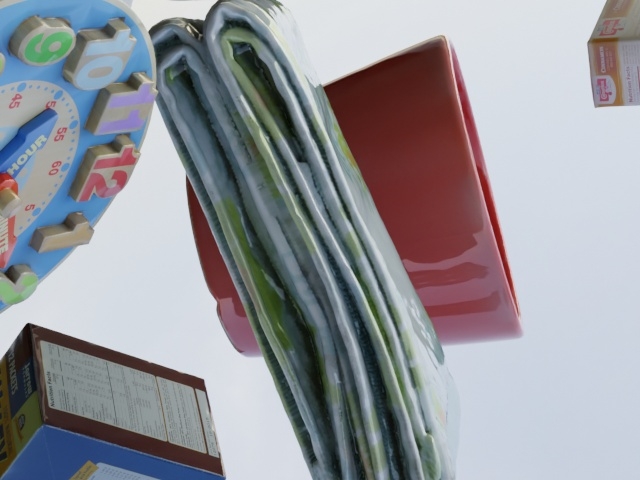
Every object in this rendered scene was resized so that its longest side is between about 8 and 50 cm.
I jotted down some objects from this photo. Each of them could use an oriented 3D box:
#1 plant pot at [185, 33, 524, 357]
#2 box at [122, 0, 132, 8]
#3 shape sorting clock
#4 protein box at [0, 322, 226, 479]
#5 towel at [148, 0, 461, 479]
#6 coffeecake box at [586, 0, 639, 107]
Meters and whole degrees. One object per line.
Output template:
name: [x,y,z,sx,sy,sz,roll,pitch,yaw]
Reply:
plant pot: [0.027,-0.020,1.442,0.243,0.275,0.275,-13,-158,8]
box: [-0.341,-0.194,1.727,0.215,0.168,0.345,10,-94,28]
shape sorting clock: [-0.152,-0.027,0.755,0.206,0.040,0.206,-43,158,-22]
protein box: [-0.235,0.217,1.612,0.200,0.201,0.136,-51,-145,27]
towel: [0.000,0.000,1.056,0.090,0.320,0.374,-21,-174,4]
coffeecake box: [0.346,-0.180,1.511,0.185,0.068,0.142,-1,-153,20]
